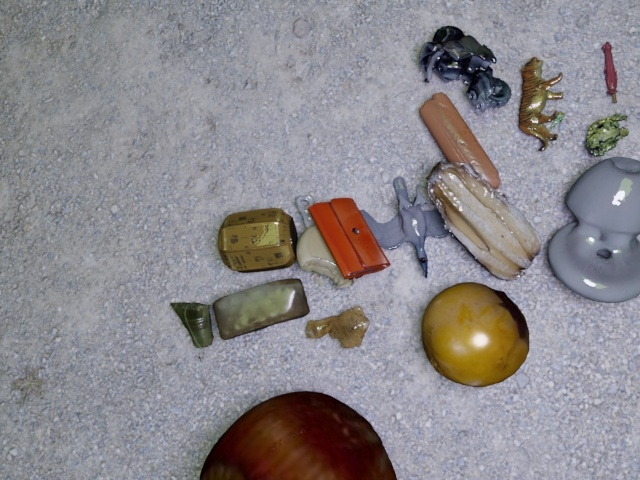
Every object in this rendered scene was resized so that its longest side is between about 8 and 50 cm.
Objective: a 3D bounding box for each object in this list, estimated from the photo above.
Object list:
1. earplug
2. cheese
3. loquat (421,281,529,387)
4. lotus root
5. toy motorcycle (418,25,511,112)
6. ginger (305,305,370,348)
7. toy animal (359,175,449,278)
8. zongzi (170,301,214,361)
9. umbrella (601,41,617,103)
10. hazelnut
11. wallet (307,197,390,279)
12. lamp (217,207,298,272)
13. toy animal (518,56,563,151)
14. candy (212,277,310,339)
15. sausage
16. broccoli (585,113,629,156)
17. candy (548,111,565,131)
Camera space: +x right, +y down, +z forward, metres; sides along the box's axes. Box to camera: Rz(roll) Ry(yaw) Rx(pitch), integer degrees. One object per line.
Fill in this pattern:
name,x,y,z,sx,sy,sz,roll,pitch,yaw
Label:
earplug,0.637,-0.023,1.059,0.214,0.175,0.325,13,84,13
cheese,0.018,-0.004,1.198,0.163,0.071,0.249,8,56,-17
loquat,0.336,0.205,1.050,0.235,0.235,0.235,-1,81,9
lotus root,0.366,-0.048,1.126,0.167,0.078,0.329,-44,96,-9
toy motorcycle,0.347,-0.425,1.185,0.159,0.106,0.270,-25,71,-17
ginger,0.047,0.225,1.175,0.165,0.067,0.096,-19,79,19
toy animal,0.220,-0.042,1.181,0.239,0.176,0.255,-9,46,4
zongzi,-0.339,0.237,1.250,0.130,0.062,0.154,-2,97,29
umbrella,0.718,-0.415,1.181,0.027,0.025,0.165,-5,78,27
hazelnut,-0.031,0.526,1.006,0.421,0.353,0.421,0,56,0
wallet,0.069,-0.010,1.148,0.142,0.045,0.204,-10,62,-36
lamp,-0.153,0.002,1.194,0.185,0.161,0.161,-5,81,7
toy animal,0.541,-0.337,1.179,0.099,0.057,0.241,7,87,35
candy,-0.147,0.168,1.192,0.234,0.102,0.104,-19,79,7
sausage,0.343,-0.237,1.183,0.086,0.086,0.289,-30,79,4
broccoli,0.679,-0.250,1.131,0.097,0.092,0.095,-10,93,-11
candy,0.576,-0.284,1.186,0.023,0.025,0.083,39,96,-5
